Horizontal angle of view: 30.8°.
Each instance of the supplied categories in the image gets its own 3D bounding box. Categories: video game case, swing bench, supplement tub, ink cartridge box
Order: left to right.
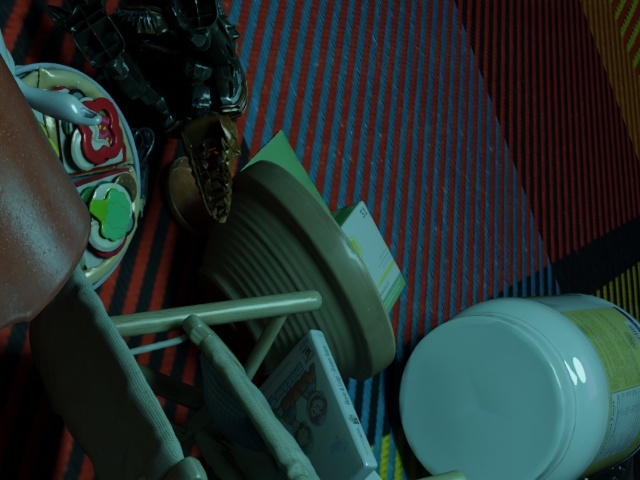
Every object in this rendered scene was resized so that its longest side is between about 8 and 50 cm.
[{"bbox_3d":[-0.079,0.153,0.873,0.255,0.165,0.253,11,27,-37],"label":"swing bench"},{"bbox_3d":[-0.023,0.181,1.020,0.019,0.157,0.143,12,40,-38],"label":"video game case"},{"bbox_3d":[0.000,0.000,1.312,0.235,0.056,0.171,62,32,-17],"label":"ink cartridge box"},{"bbox_3d":[0.264,0.187,1.432,0.331,0.241,0.241,2,71,-57],"label":"supplement tub"}]

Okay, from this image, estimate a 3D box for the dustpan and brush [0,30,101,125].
[{"bbox_3d":[-0.268,-0.134,0.891,0.147,0.211,0.060,-66,166,-50],"label":"dustpan and brush"}]

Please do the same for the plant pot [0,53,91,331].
[{"bbox_3d":[-0.292,-0.061,0.708,0.265,0.272,0.272,60,31,-30],"label":"plant pot"}]

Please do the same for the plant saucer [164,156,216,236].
[{"bbox_3d":[-0.129,-0.043,1.171,0.083,0.013,0.083,35,45,-45],"label":"plant saucer"}]

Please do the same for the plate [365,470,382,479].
[{"bbox_3d":[0.016,0.343,1.140,0.277,0.045,0.278,54,34,-25],"label":"plate"}]

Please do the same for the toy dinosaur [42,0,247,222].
[{"bbox_3d":[-0.122,-0.167,1.102,0.322,0.164,0.218,48,-7,31],"label":"toy dinosaur"}]

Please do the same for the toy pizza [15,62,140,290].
[{"bbox_3d":[-0.214,-0.046,0.963,0.201,0.032,0.201,-2,93,-55],"label":"toy pizza"}]

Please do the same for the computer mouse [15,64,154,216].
[{"bbox_3d":[-0.221,-0.091,1.030,0.193,0.042,0.106,37,50,-49],"label":"computer mouse"}]

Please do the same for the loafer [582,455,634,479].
[{"bbox_3d":[0.382,0.341,1.669,0.130,0.134,0.366,-60,137,-85],"label":"loafer"}]

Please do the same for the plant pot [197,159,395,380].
[{"bbox_3d":[-0.042,0.050,1.111,0.110,0.237,0.237,-32,103,-18],"label":"plant pot"}]
